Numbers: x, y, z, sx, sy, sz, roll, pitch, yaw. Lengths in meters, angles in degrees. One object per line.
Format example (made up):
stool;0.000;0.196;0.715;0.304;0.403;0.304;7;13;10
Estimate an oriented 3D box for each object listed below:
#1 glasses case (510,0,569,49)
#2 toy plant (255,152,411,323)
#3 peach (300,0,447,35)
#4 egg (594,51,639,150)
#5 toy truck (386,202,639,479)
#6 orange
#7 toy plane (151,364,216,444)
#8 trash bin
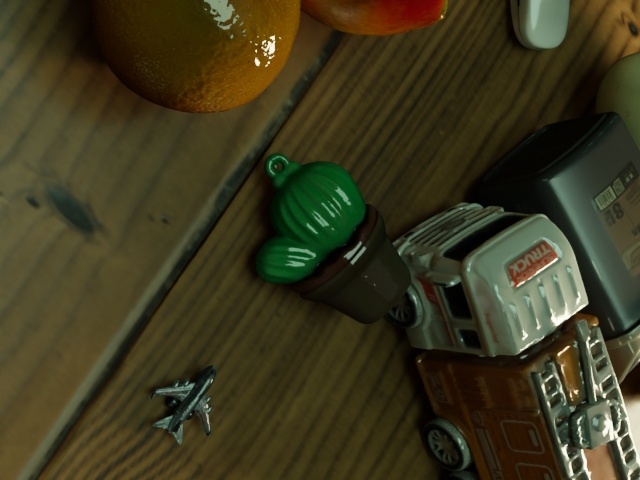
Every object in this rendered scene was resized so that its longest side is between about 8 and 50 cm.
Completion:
glasses case;0.267;-0.329;1.453;0.074;0.049;0.193;-4;93;-36
toy plant;0.000;0.000;1.246;0.200;0.105;0.143;44;85;-8
peach;0.050;-0.337;1.187;0.245;0.275;0.248;33;107;6
egg;0.449;-0.130;1.505;0.253;0.188;0.188;48;65;-22
toy truck;0.225;0.155;1.340;0.173;0.207;0.387;-31;108;-31
orange;-0.115;-0.211;1.090;0.206;0.206;0.206;-1;92;-36
toy plane;-0.131;0.159;1.192;0.078;0.031;0.083;42;68;-29
trash bin;0.328;0.012;1.434;0.209;0.182;0.290;-38;107;-30
